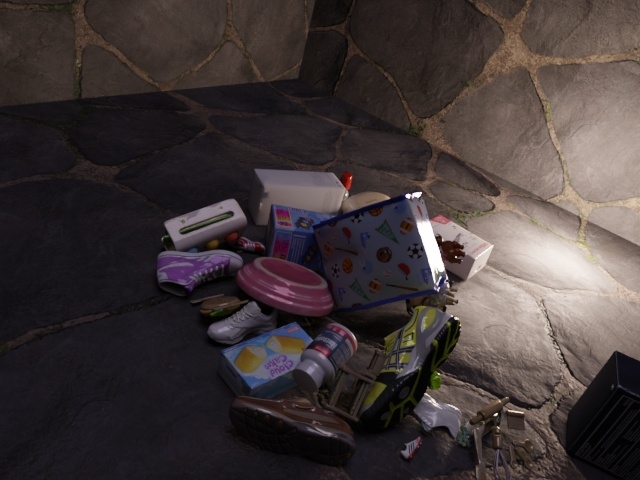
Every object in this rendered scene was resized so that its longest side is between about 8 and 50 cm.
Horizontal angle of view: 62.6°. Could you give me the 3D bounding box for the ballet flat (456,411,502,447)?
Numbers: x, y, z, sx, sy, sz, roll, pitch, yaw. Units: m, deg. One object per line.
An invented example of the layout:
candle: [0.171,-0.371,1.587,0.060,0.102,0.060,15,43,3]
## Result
ballet flat: [0.451,0.518,1.488,0.188,0.070,0.070,-17,45,-42]

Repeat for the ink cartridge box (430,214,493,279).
ink cartridge box: [0.566,0.025,2.269,0.283,0.117,0.207,34,35,27]

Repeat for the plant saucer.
plant saucer: [-0.107,0.138,1.713,0.332,0.084,0.332,18,11,-4]

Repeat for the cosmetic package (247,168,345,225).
cosmetic package: [-0.104,-0.178,2.210,0.366,0.196,0.155,1,34,-25]

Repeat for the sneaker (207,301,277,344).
sneaker: [-0.229,0.232,1.577,0.232,0.115,0.090,-11,41,-37]

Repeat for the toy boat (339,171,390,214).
toy boat: [0.177,-0.167,2.395,0.268,0.148,0.318,-14,50,-33]

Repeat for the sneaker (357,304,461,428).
sneaker: [0.225,0.345,1.447,0.384,0.145,0.147,-47,46,-16]

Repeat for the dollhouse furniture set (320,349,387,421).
dollhouse furniture set: [0.082,0.357,1.402,0.101,0.181,0.161,25,-4,-1]

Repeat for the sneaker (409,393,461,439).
sneaker: [0.287,0.485,1.465,0.212,0.080,0.094,19,47,5]

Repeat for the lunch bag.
lunch bag: [0.179,0.044,1.724,0.386,0.327,0.239,-19,-3,27]

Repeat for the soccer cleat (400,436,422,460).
soccer cleat: [0.239,0.542,1.387,0.036,0.029,0.083,33,39,18]

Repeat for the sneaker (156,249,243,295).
sneaker: [-0.388,0.118,1.717,0.282,0.102,0.161,-2,42,-15]

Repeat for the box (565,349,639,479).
box: [0.898,0.516,1.473,0.294,0.296,0.183,24,33,13]

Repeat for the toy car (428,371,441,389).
toy car: [0.263,0.368,1.610,0.155,0.148,0.188,-2,9,-8]

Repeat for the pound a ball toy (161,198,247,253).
pound a ball toy: [-0.395,-0.016,1.883,0.319,0.208,0.135,-23,73,-30]

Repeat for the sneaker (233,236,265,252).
sneaker: [-0.267,0.026,1.955,0.119,0.042,0.067,19,27,20]

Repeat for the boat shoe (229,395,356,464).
boat shoe: [-0.069,0.454,1.312,0.325,0.123,0.116,23,27,-7]

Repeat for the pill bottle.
pill bottle: [0.010,0.317,1.417,0.108,0.108,0.180,29,46,20]

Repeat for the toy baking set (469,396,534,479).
toy baking set: [0.491,0.544,1.428,0.256,0.030,0.196,-11,65,-32]

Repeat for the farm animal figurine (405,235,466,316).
farm animal figurine: [0.376,0.137,1.920,0.172,0.330,0.326,17,60,-3]

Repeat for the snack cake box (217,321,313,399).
snack cake box: [-0.133,0.343,1.472,0.264,0.089,0.152,-15,42,-41]

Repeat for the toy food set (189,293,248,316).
toy food set: [-0.310,0.203,1.615,0.132,0.038,0.192,-11,8,-33]

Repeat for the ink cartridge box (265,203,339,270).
ink cartridge box: [0.000,0.000,1.980,0.396,0.151,0.270,11,20,-12]
